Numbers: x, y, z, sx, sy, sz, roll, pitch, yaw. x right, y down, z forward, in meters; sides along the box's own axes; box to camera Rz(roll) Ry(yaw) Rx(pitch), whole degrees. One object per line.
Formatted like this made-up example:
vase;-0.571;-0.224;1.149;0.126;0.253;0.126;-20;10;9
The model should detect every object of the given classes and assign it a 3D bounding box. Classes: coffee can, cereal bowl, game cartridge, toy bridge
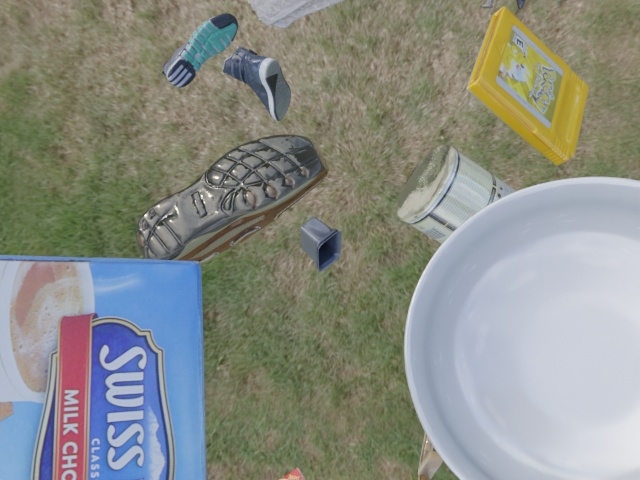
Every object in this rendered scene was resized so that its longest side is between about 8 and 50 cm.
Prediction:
coffee can;0.347;-0.067;1.367;0.275;0.201;0.202;30;97;-17
cereal bowl;0.265;0.115;0.591;0.338;0.141;0.339;-8;70;22
game cartridge;0.514;-0.372;1.432;0.323;0.052;0.285;33;60;-16
toy bridge;0.184;0.379;0.997;0.026;0.188;0.063;16;128;0

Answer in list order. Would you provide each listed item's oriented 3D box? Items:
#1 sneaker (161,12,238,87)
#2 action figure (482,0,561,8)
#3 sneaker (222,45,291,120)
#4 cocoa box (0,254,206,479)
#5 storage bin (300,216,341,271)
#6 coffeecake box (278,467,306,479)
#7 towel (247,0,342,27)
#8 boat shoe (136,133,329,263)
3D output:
sneaker;-0.303;-0.479;1.444;0.223;0.098;0.083;-44;135;-3
action figure;0.457;-0.751;1.463;0.341;0.178;0.330;2;105;23
sneaker;-0.174;-0.432;1.615;0.163;0.226;0.086;25;68;21
cocoa box;-0.230;0.159;0.451;0.227;0.347;0.232;2;73;-23
storage bin;0.000;0.000;1.591;0.098;0.135;0.091;-38;64;-22
coffeecake box;-0.074;0.458;0.878;0.185;0.142;0.068;-30;127;-11
towel;-0.049;-0.380;0.652;0.187;0.049;0.282;-14;137;25
boat shoe;-0.136;-0.057;0.947;0.324;0.120;0.123;-26;65;11
